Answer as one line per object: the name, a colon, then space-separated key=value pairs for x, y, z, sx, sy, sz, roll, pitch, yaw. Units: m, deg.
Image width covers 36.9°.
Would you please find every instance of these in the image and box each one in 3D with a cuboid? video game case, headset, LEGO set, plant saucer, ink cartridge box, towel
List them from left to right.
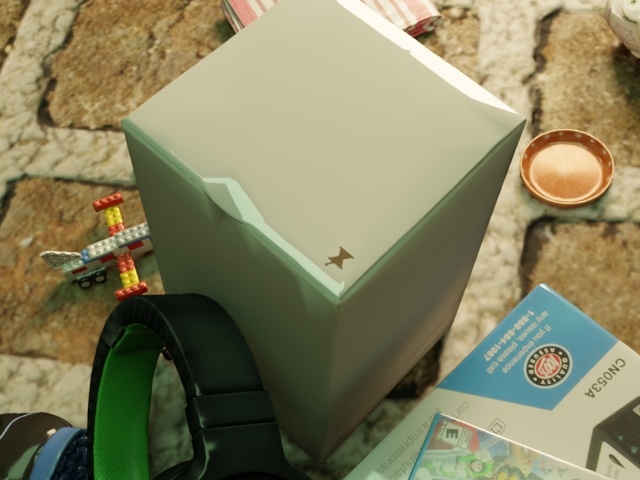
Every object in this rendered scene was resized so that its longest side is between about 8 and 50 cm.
LEGO set: x=-0.125 y=-0.018 z=0.866 sx=0.182 sy=0.060 sz=0.244 roll=16 pitch=63 yaw=20
headset: x=-0.059 y=0.224 z=0.628 sx=0.185 sy=0.243 sz=0.394 roll=1 pitch=61 yaw=-29
towel: x=0.009 y=-0.236 z=0.997 sx=0.197 sy=0.029 sz=0.144 roll=-23 pitch=59 yaw=-9
video game case: x=0.126 y=0.187 z=0.580 sx=0.166 sy=0.015 sz=0.119 roll=19 pitch=64 yaw=18
plant saucer: x=0.223 y=-0.064 z=0.871 sx=0.083 sy=0.013 sz=0.083 roll=-3 pitch=58 yaw=6
ink cartridge box: x=0.192 y=0.215 z=0.639 sx=0.223 sy=0.129 sz=0.307 roll=-41 pitch=63 yaw=-17

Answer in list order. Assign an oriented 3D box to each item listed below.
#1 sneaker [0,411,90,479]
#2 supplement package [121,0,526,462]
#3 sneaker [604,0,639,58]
sneaker: x=-0.253 y=0.239 z=0.722 sx=0.090 sy=0.081 sz=0.232 roll=9 pitch=59 yaw=26
supplement package: x=0.000 y=0.000 z=0.682 sx=0.177 sy=0.293 sz=0.175 roll=40 pitch=67 yaw=18
sneaker: x=0.343 y=-0.172 z=0.881 sx=0.152 sy=0.114 sz=0.305 roll=-6 pitch=53 yaw=20
